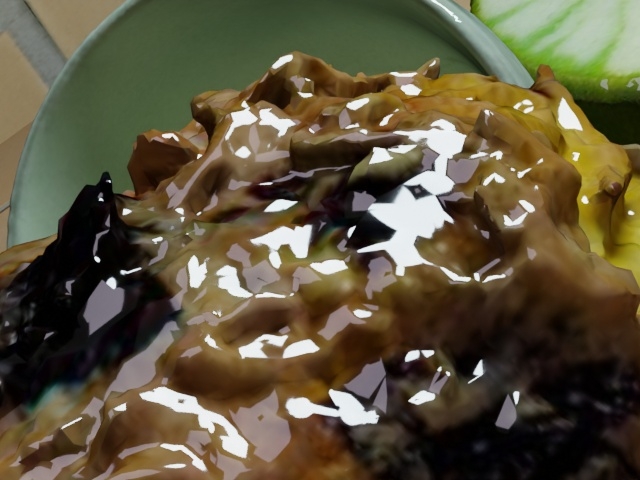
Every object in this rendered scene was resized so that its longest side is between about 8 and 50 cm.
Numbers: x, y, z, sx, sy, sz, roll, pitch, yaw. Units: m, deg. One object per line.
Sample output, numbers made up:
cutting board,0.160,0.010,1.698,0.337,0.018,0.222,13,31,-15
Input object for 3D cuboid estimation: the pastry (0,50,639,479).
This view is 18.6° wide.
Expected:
pastry,-0.021,0.109,0.733,0.405,0.292,0.337,-35,17,17

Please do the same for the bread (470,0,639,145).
bread,0.266,-0.156,1.104,0.382,0.129,0.366,-14,37,29

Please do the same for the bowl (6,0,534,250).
bowl,0.000,0.000,1.055,0.307,0.307,0.163,-29,-7,21
